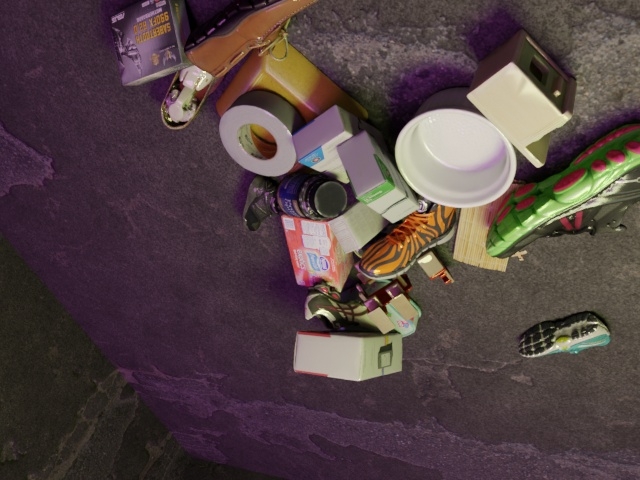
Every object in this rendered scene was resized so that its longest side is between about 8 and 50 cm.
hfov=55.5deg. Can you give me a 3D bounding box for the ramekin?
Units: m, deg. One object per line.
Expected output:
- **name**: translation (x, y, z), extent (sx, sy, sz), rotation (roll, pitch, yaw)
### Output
- **ramekin**: translation (0.326, -0.223, 1.430), extent (0.278, 0.135, 0.277), rotation (16, 138, 15)

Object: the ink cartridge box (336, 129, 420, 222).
- **ink cartridge box**: translation (0.142, -0.147, 1.460), extent (0.087, 0.152, 0.208), rotation (-30, 151, 20)

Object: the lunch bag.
- **lunch bag**: translation (0.182, 0.248, 2.028), extent (0.224, 0.107, 0.279), rotation (41, 139, -19)

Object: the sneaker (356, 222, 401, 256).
- **sneaker**: translation (0.155, -0.003, 1.714), extent (0.081, 0.211, 0.080), rotation (20, 114, 33)

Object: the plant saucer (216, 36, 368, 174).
- **plant saucer**: translation (-0.098, -0.325, 1.605), extent (0.333, 0.081, 0.333), rotation (38, 138, -12)

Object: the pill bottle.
- **pill bottle**: translation (-0.023, -0.115, 1.601), extent (0.122, 0.123, 0.219), rotation (49, 165, -23)

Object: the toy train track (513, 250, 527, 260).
- **toy train track**: translation (0.534, 0.028, 1.670), extent (0.048, 0.014, 0.083), rotation (-20, 120, 41)

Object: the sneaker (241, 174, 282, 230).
- **sneaker**: translation (-0.167, -0.091, 1.883), extent (0.130, 0.087, 0.227), rotation (30, 135, 8)

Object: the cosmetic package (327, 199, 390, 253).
- **cosmetic package**: translation (0.123, -0.064, 1.616), extent (0.061, 0.239, 0.098), rotation (-21, 101, 44)

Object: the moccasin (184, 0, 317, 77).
- **moccasin**: translation (-0.145, -0.488, 1.406), extent (0.380, 0.139, 0.147), rotation (-25, 134, 30)

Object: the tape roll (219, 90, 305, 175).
- **tape roll**: translation (-0.149, -0.273, 1.571), extent (0.219, 0.072, 0.219), rotation (16, 138, 15)

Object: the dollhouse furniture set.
- **dollhouse furniture set**: translation (0.241, 0.127, 1.775), extent (0.259, 0.262, 0.135), rotation (-33, 118, 12)

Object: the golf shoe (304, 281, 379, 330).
- **golf shoe**: translation (0.070, 0.234, 1.875), extent (0.273, 0.120, 0.105), rotation (26, 151, -15)

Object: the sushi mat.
- **sushi mat**: translation (0.447, -0.044, 1.632), extent (0.152, 0.019, 0.316), rotation (15, 136, 17)

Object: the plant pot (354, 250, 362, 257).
- **plant pot**: translation (0.148, 0.002, 1.809), extent (0.084, 0.079, 0.083), rotation (16, 140, 14)

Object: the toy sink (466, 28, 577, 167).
- **toy sink**: translation (0.444, -0.296, 1.274), extent (0.234, 0.152, 0.131), rotation (41, 138, -14)

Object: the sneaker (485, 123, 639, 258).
- **sneaker**: translation (0.584, -0.063, 1.403), extent (0.202, 0.185, 0.483), rotation (41, 135, -15)

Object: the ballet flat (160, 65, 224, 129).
- **ballet flat**: translation (-0.342, -0.416, 1.619), extent (0.123, 0.123, 0.348), rotation (36, 139, -9)

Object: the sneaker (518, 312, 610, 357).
- **sneaker**: translation (0.714, 0.302, 1.796), extent (0.110, 0.107, 0.275), rotation (38, 140, -26)

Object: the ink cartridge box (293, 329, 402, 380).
- **ink cartridge box**: translation (0.092, 0.345, 1.872), extent (0.226, 0.131, 0.306), rotation (0, 175, 29)

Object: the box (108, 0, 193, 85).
- **box**: translation (-0.431, -0.510, 1.550), extent (0.231, 0.056, 0.182), rotation (-5, 98, 34)

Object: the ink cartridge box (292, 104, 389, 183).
- **ink cartridge box**: translation (0.053, -0.233, 1.513), extent (0.148, 0.085, 0.203), rotation (-30, 153, 29)

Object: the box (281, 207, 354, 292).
- **box**: translation (0.000, 0.000, 1.841), extent (0.154, 0.142, 0.299), rotation (9, 137, 21)

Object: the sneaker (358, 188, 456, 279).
- **sneaker**: translation (0.225, -0.038, 1.570), extent (0.125, 0.321, 0.180), rotation (37, 148, 34)
